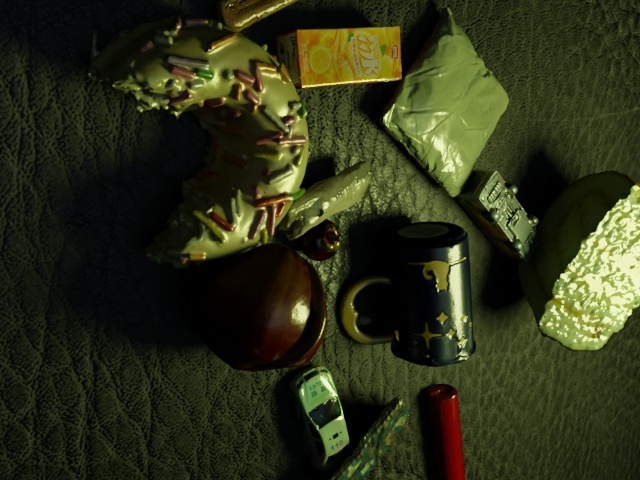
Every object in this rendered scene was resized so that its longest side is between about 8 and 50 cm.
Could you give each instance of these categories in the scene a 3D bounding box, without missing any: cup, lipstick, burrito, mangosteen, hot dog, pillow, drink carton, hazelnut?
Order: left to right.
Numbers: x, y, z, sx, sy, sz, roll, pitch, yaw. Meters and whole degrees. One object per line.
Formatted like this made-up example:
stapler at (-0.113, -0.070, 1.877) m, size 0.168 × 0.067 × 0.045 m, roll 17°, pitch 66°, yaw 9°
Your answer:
hazelnut at (-0.088, 0.110, 0.974) m, size 0.217 × 0.217 × 0.251 m, roll -59°, pitch 155°, yaw -8°
hot dog at (-0.079, -0.398, 0.950) m, size 0.215 × 0.047 × 0.066 m, roll -38°, pitch 106°, yaw -21°
mangosteen at (-0.001, -0.001, 1.083) m, size 0.080 × 0.081 × 0.081 m, roll -9°, pitch 107°, yaw -33°
burrito at (0.005, -0.070, 1.050) m, size 0.226 × 0.060 × 0.087 m, roll -34°, pitch 156°, yaw -43°
drink carton at (0.037, -0.320, 1.035) m, size 0.222 × 0.071 × 0.096 m, roll -14°, pitch 108°, yaw -31°
pillow at (0.105, 0.444, 1.251) m, size 0.256 × 0.034 × 0.189 m, roll -50°, pitch 151°, yaw -15°
cup at (0.187, 0.111, 1.183) m, size 0.254 × 0.178 × 0.257 m, roll -17°, pitch 109°, yaw -32°
lipstick at (0.303, 0.471, 1.417) m, size 0.073 × 0.073 × 0.280 m, roll -22°, pitch 114°, yaw -29°
pillow at (0.268, -0.269, 1.205) m, size 0.280 × 0.076 × 0.274 m, roll 39°, pitch 77°, yaw -35°

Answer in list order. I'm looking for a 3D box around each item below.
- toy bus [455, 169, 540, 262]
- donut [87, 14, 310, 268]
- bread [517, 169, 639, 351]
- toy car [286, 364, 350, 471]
toy bus at (0.403, -0.055, 1.333) m, size 0.268 × 0.106 × 0.092 m, roll 41°, pitch 77°, yaw -37°
donut at (-0.152, -0.148, 0.896) m, size 0.307 × 0.150 × 0.371 m, roll -25°, pitch 116°, yaw -32°
bread at (0.634, 0.044, 1.423) m, size 0.239 × 0.264 × 0.395 m, roll 32°, pitch 102°, yaw -17°
toy car at (0.005, 0.357, 1.179) m, size 0.090 × 0.076 × 0.224 m, roll -24°, pitch 114°, yaw -26°
